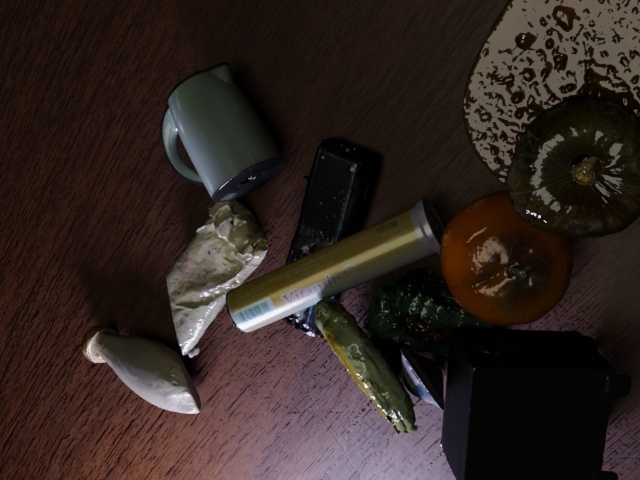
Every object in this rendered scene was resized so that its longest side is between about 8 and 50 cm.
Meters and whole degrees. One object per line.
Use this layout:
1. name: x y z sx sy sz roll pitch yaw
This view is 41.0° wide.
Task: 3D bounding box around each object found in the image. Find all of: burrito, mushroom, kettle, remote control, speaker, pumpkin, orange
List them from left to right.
1. mushroom: -0.399 0.288 1.935 0.350 0.128 0.128 21 111 29
2. burrito: -0.233 0.065 1.797 0.175 0.107 0.347 50 120 30
3. kettle: -0.215 -0.201 1.686 0.221 0.161 0.236 -34 80 28
4. remote control: 0.000 0.000 1.663 0.145 0.062 0.398 25 113 23
5. orange: 0.304 0.032 1.403 0.224 0.170 0.223 0 98 -1
6. speaker: 0.341 0.273 1.393 0.254 0.184 0.232 1 105 -3
7. pumpkin: 0.392 -0.107 1.263 0.219 0.162 0.218 1 98 8

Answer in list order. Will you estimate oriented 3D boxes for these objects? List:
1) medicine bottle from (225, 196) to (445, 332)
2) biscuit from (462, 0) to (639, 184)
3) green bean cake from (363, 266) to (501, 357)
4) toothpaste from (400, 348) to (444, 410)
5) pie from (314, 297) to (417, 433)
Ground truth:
1. medicine bottle: 0.022 0.052 1.576 0.426 0.108 0.108 -24 88 20
2. biscuit: 0.412 -0.246 1.355 0.350 0.070 0.394 40 118 11
3. green bean cake: 0.206 0.140 1.497 0.208 0.193 0.107 30 109 21
4. toothpaste: 0.177 0.237 1.475 0.073 0.299 0.114 -33 79 1
5. pie: 0.085 0.228 1.546 0.071 0.306 0.306 -38 79 -3
